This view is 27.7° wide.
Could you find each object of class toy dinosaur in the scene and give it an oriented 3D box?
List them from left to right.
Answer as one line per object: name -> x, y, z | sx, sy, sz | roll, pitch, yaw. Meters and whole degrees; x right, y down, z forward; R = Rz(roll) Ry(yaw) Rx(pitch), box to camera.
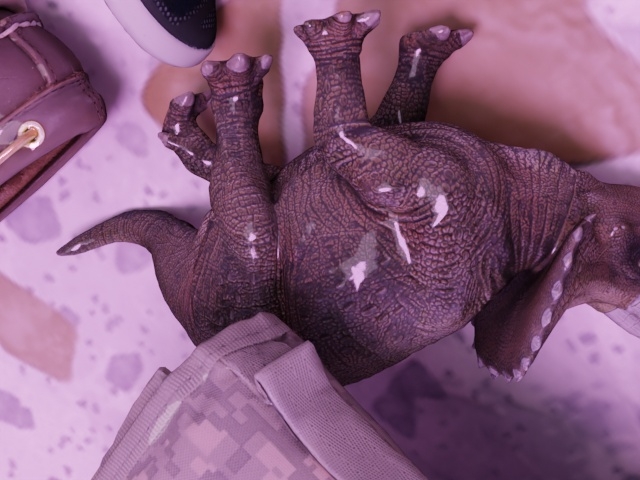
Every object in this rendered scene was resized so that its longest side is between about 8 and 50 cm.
toy dinosaur -> 0.000, 0.000, 0.550 | 0.313, 0.121, 0.160 | -13, 86, 21

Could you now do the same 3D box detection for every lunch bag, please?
lunch bag -> 0.003, 0.193, 0.518 | 0.235, 0.169, 0.287 | 43, 140, 22

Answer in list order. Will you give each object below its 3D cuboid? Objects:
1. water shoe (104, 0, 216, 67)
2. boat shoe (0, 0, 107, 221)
water shoe -> -0.063, -0.174, 0.545 | 0.080, 0.073, 0.203 | -8, 105, 21
boat shoe -> -0.228, 0.013, 0.650 | 0.097, 0.116, 0.324 | 46, 111, 6
